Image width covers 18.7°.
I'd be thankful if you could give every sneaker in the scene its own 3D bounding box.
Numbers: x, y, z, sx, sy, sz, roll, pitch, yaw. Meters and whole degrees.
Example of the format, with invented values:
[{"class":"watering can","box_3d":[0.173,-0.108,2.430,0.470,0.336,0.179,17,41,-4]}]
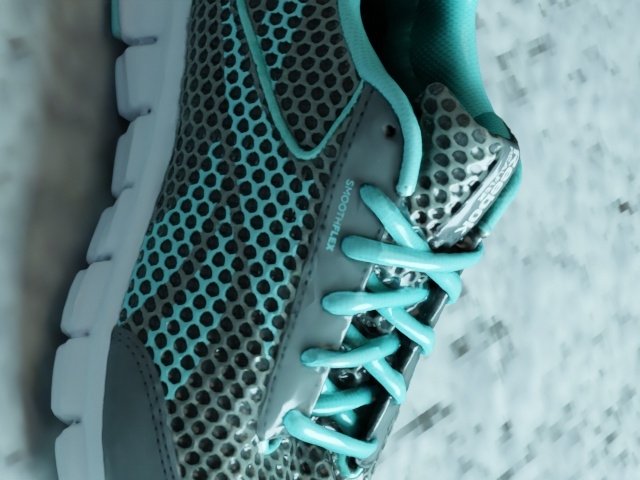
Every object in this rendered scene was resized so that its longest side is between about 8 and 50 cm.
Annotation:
[{"class":"sneaker","box_3d":[0.000,0.000,0.342,0.065,0.076,0.166,17,68,-47]}]
